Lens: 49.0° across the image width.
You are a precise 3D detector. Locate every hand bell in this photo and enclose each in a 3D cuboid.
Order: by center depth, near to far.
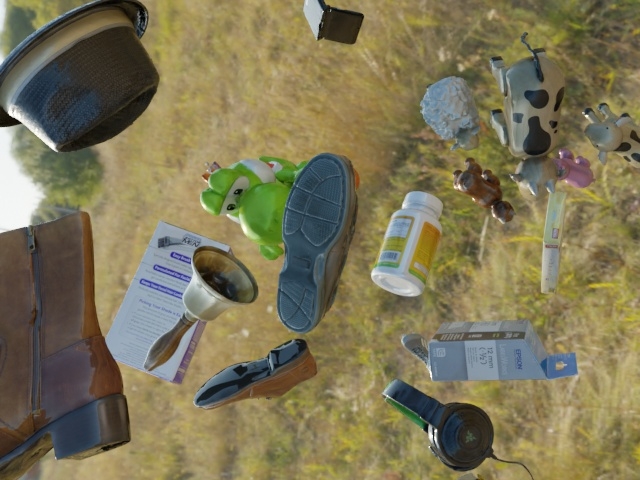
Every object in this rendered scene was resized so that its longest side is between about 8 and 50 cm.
[{"bbox_3d":[-0.222,0.137,1.164,0.242,0.126,0.126,-49,31,23],"label":"hand bell"}]

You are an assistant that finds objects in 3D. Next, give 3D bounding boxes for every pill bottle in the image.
[{"bbox_3d":[0.228,0.005,1.774,0.136,0.136,0.245,-31,34,64],"label":"pill bottle"}]

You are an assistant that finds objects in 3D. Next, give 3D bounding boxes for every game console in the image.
[{"bbox_3d":[0.022,-0.433,1.332,0.122,0.071,0.107,120,126,-77],"label":"game console"}]

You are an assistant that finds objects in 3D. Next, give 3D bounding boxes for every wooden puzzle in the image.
[{"bbox_3d":[-0.291,-0.192,1.969,0.006,0.083,0.049,-44,4,-42],"label":"wooden puzzle"}]

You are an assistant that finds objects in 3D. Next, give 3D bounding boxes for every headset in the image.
[{"bbox_3d":[0.292,0.451,1.522,0.185,0.394,0.243,-55,-20,-12],"label":"headset"}]

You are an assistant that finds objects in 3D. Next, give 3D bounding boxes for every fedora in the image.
[{"bbox_3d":[-0.400,-0.262,1.210,0.334,0.152,0.334,-40,1,1],"label":"fedora"}]

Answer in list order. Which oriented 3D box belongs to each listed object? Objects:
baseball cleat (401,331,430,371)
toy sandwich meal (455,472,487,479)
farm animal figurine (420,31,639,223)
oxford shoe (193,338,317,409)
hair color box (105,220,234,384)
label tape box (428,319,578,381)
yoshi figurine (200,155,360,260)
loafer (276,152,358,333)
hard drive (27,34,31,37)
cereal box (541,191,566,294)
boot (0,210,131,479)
[{"bbox_3d":[0.358,0.388,2.417,0.072,0.206,0.109,-43,45,16],"label":"baseball cleat"},{"bbox_3d":[0.353,0.570,1.641,0.029,0.086,0.085,67,155,3],"label":"toy sandwich meal"},{"bbox_3d":[0.362,-0.161,1.117,0.330,0.326,0.172,-23,35,12],"label":"farm animal figurine"},{"bbox_3d":[-0.104,0.237,1.140,0.076,0.212,0.076,-97,-17,-58],"label":"oxford shoe"},{"bbox_3d":[-0.352,0.145,1.647,0.110,0.185,0.338,86,-155,-75],"label":"hair color box"},{"bbox_3d":[0.472,0.277,1.804,0.249,0.348,0.115,-15,-82,-71],"label":"label tape box"},{"bbox_3d":[-0.059,-0.064,1.290,0.203,0.362,0.203,-3,94,33],"label":"yoshi figurine"},{"bbox_3d":[0.000,0.000,0.989,0.096,0.084,0.267,25,114,26],"label":"loafer"},{"bbox_3d":[-0.549,-0.361,1.604,0.054,0.172,0.254,19,131,55],"label":"hard drive"},{"bbox_3d":[0.622,0.009,1.875,0.240,0.047,0.173,70,-148,-51],"label":"cereal box"},{"bbox_3d":[-0.359,0.118,0.764,0.096,0.264,0.280,73,178,-71],"label":"boot"}]
